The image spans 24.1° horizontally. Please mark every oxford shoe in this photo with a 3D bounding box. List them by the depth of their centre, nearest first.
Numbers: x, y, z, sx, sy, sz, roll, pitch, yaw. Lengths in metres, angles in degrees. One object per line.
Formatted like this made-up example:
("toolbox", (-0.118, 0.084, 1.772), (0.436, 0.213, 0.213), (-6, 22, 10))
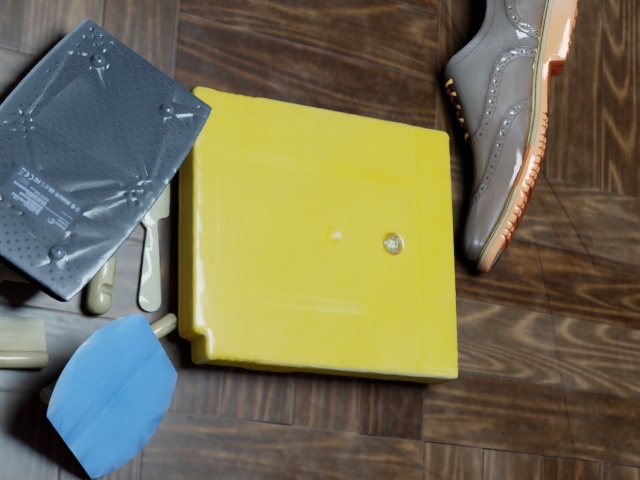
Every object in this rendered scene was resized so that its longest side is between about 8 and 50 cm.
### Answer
("oxford shoe", (0.199, -0.144, 1.726), (0.132, 0.130, 0.364), (13, 78, 5))

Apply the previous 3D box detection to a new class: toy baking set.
("toy baking set", (-0.225, 0.035, 1.461), (0.256, 0.030, 0.197), (-26, 94, -32))

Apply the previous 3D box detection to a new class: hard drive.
("hard drive", (-0.236, -0.075, 1.441), (0.172, 0.054, 0.255), (35, 63, -4))

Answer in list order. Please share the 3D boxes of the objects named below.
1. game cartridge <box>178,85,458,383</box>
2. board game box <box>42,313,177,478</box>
("game cartridge", (0.000, 0.000, 1.585), (0.323, 0.052, 0.285), (8, 73, -29))
("board game box", (-0.204, 0.141, 1.424), (0.133, 0.033, 0.169), (-50, 143, -23))
